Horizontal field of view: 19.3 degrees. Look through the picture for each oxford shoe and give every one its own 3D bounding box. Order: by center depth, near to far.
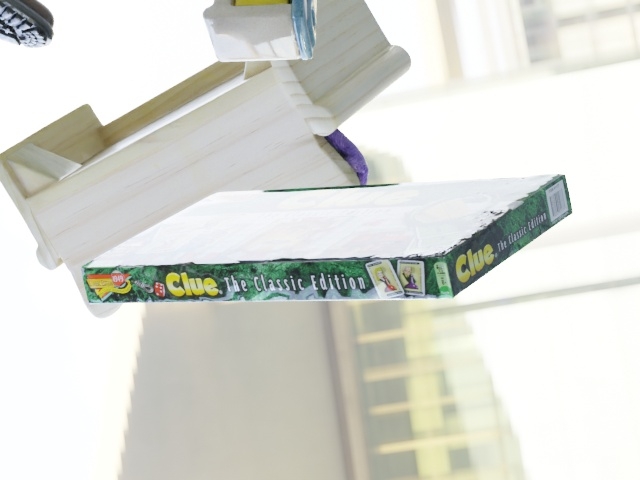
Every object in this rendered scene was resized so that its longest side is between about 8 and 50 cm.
[{"bbox_3d":[-0.319,-0.263,1.683,0.227,0.083,0.096,40,-118,-10],"label":"oxford shoe"}]

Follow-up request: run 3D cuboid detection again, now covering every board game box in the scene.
[{"bbox_3d":[0.000,0.000,1.079,0.136,0.259,0.030,-29,-69,-50],"label":"board game box"}]

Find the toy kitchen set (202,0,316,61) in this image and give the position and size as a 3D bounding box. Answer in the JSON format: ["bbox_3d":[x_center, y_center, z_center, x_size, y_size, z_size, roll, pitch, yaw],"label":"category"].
[{"bbox_3d":[-0.026,-0.242,1.165,0.207,0.122,0.166,73,-167,-47],"label":"toy kitchen set"}]

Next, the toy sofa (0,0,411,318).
[{"bbox_3d":[-0.097,-0.082,1.635,0.177,0.362,0.150,59,-143,-8],"label":"toy sofa"}]
